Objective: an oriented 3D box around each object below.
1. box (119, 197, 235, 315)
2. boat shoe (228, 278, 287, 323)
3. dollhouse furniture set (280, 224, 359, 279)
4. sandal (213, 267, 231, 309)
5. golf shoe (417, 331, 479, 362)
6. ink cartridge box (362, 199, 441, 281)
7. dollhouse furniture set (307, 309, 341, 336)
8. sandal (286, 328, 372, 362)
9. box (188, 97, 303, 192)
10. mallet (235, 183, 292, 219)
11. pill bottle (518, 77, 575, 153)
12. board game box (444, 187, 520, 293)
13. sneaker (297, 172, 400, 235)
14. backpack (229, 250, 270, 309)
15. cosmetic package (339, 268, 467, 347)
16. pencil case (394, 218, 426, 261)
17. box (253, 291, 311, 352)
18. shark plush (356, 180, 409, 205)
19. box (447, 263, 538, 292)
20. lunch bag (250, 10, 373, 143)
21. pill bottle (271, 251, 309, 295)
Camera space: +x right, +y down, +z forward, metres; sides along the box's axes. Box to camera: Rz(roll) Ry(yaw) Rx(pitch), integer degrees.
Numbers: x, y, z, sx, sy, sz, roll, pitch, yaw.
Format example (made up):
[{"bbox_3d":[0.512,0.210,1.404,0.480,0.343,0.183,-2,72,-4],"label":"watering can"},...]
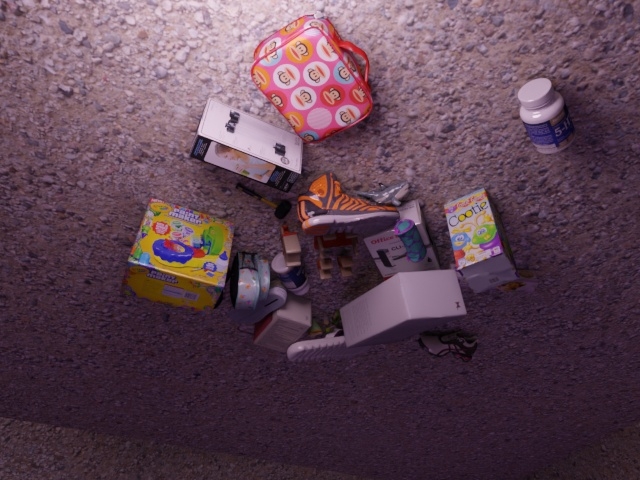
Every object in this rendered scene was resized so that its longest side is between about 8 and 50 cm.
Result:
[{"bbox_3d":[-0.454,0.053,1.669,0.290,0.279,0.177,17,134,-17],"label":"box"},{"bbox_3d":[-0.231,0.236,1.988,0.302,0.094,0.109,-26,117,33],"label":"boat shoe"},{"bbox_3d":[0.000,0.000,1.744,0.259,0.135,0.262,-6,137,-9],"label":"dollhouse furniture set"},{"bbox_3d":[-0.411,0.189,1.972,0.097,0.054,0.254,14,135,-13],"label":"sandal"},{"bbox_3d":[0.542,0.431,2.196,0.273,0.105,0.120,13,120,-20],"label":"golf shoe"},{"bbox_3d":[0.274,0.016,1.735,0.197,0.114,0.272,-16,132,17],"label":"ink cartridge box"},{"bbox_3d":[0.012,0.329,2.071,0.152,0.076,0.058,-11,147,-31],"label":"dollhouse furniture set"},{"bbox_3d":[0.049,0.420,2.160,0.417,0.102,0.169,2,140,-33],"label":"sandal"},{"bbox_3d":[-0.197,-0.260,1.419,0.290,0.169,0.087,19,136,-20],"label":"box"},{"bbox_3d":[-0.178,-0.136,1.645,0.190,0.039,0.062,33,128,-24],"label":"mallet"},{"bbox_3d":[0.595,-0.330,1.368,0.112,0.112,0.186,-25,131,24],"label":"pill bottle"},{"bbox_3d":[0.492,-0.002,1.595,0.144,0.275,0.142,-25,130,25],"label":"board game box"},{"bbox_3d":[0.083,-0.120,1.567,0.321,0.180,0.124,-2,155,-23],"label":"sneaker"},{"bbox_3d":[-0.254,0.154,1.837,0.145,0.188,0.165,12,135,-11],"label":"backpack"},{"bbox_3d":[0.270,0.249,1.815,0.230,0.161,0.453,-1,159,-25],"label":"cosmetic package"},{"bbox_3d":[0.277,0.001,1.592,0.070,0.064,0.151,-29,129,6],"label":"pencil case"},{"bbox_3d":[-0.152,0.325,2.058,0.149,0.126,0.232,22,132,-21],"label":"box"},{"bbox_3d":[0.198,-0.155,1.625,0.161,0.073,0.067,5,120,25],"label":"shark plush"},{"bbox_3d":[0.629,0.140,1.895,0.324,0.067,0.063,5,135,-3],"label":"box"},{"bbox_3d":[-0.003,-0.406,1.293,0.258,0.120,0.293,-24,131,23],"label":"lunch bag"},{"bbox_3d":[-0.102,0.124,1.870,0.094,0.094,0.169,-15,135,16],"label":"pill bottle"}]
